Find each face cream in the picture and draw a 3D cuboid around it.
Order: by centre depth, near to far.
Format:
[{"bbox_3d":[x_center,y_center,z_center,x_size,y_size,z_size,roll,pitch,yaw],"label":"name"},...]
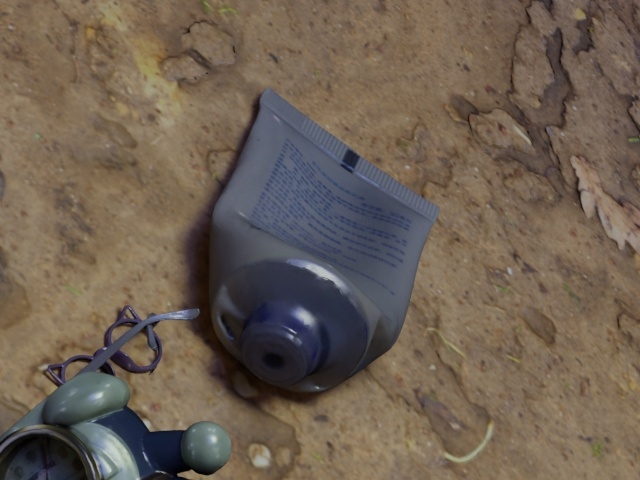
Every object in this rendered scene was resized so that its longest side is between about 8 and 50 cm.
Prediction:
[{"bbox_3d":[0.000,0.000,1.693,0.235,0.137,0.420,33,31,-8],"label":"face cream"}]

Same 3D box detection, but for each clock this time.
[{"bbox_3d":[-0.137,0.222,1.321,0.243,0.199,0.146,49,3,15],"label":"clock"}]

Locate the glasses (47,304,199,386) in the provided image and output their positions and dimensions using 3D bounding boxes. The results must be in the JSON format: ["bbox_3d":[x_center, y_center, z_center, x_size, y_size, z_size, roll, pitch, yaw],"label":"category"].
[{"bbox_3d":[-0.161,0.080,1.477,0.062,0.104,0.140,46,42,4],"label":"glasses"}]
